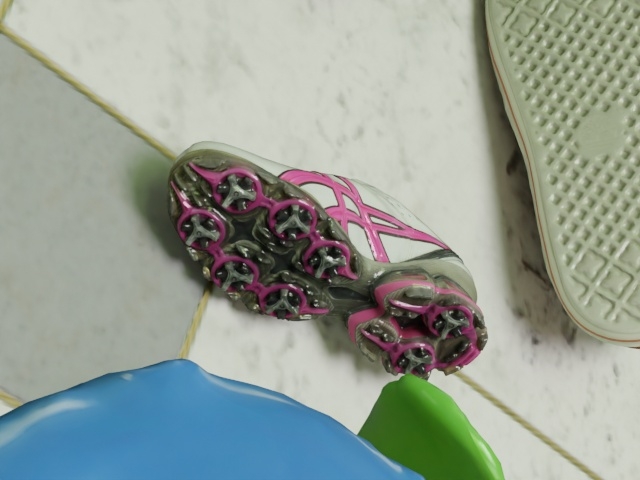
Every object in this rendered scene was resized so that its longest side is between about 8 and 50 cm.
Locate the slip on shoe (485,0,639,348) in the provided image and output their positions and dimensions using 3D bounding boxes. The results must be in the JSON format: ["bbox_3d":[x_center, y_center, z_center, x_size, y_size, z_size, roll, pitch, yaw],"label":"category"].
[{"bbox_3d":[0.173,-0.087,0.830,0.101,0.123,0.331,48,34,-64],"label":"slip on shoe"}]

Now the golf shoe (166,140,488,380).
[{"bbox_3d":[0.000,0.000,0.667,0.186,0.067,0.086,31,30,-30],"label":"golf shoe"}]

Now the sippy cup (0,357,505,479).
[{"bbox_3d":[-0.066,0.152,0.390,0.240,0.224,0.305,22,52,-16],"label":"sippy cup"}]
